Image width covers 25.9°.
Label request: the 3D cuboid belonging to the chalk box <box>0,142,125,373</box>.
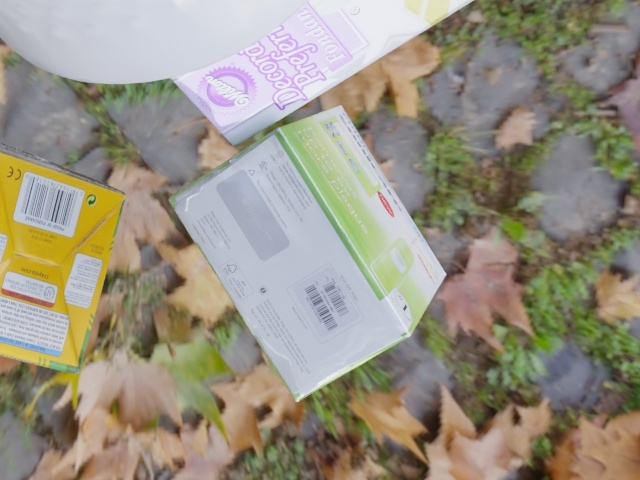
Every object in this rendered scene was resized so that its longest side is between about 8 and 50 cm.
[{"bbox_3d":[-0.360,0.003,1.315,0.180,0.289,0.179,22,79,-50],"label":"chalk box"}]

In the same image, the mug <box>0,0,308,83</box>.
[{"bbox_3d":[-0.183,-0.260,0.762,0.374,0.328,0.276,-38,56,-4],"label":"mug"}]

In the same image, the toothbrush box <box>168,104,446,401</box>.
[{"bbox_3d":[0.000,0.000,1.279,0.122,0.283,0.206,-32,91,13],"label":"toothbrush box"}]

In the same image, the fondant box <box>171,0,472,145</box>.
[{"bbox_3d":[-0.005,-0.251,1.074,0.330,0.096,0.238,-29,129,17],"label":"fondant box"}]
